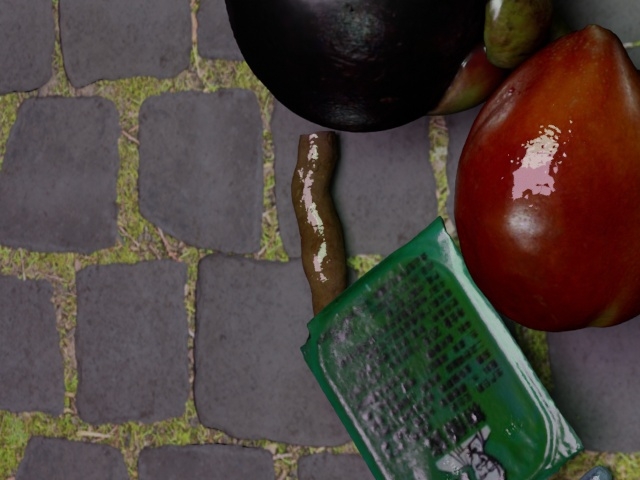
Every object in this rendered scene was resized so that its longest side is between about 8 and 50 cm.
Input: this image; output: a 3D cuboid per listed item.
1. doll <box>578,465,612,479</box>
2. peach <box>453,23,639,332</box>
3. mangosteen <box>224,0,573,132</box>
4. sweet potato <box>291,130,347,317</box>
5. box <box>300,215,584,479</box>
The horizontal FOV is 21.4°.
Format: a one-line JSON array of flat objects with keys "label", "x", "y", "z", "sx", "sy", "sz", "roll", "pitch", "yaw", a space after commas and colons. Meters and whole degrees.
[{"label": "doll", "x": 0.286, "y": 0.349, "z": 2.016, "sx": 0.120, "sy": 0.075, "sz": 0.180, "roll": 48, "pitch": 115, "yaw": 18}, {"label": "peach", "x": 0.274, "y": -0.046, "z": 1.855, "sx": 0.258, "sy": 0.201, "sz": 0.361, "roll": 11, "pitch": 126, "yaw": 14}, {"label": "mangosteen", "x": 0.098, "y": -0.308, "z": 1.953, "sx": 0.435, "sy": 0.382, "sz": 0.382, "roll": 13, "pitch": 98, "yaw": 23}, {"label": "sweet potato", "x": 0.000, "y": 0.000, "z": 2.198, "sx": 0.067, "sy": 0.059, "sz": 0.281, "roll": -7, "pitch": 87, "yaw": 42}, {"label": "box", "x": 0.156, "y": 0.178, "z": 2.077, "sx": 0.264, "sy": 0.106, "sz": 0.336, "roll": -40, "pitch": 72, "yaw": 27}]
